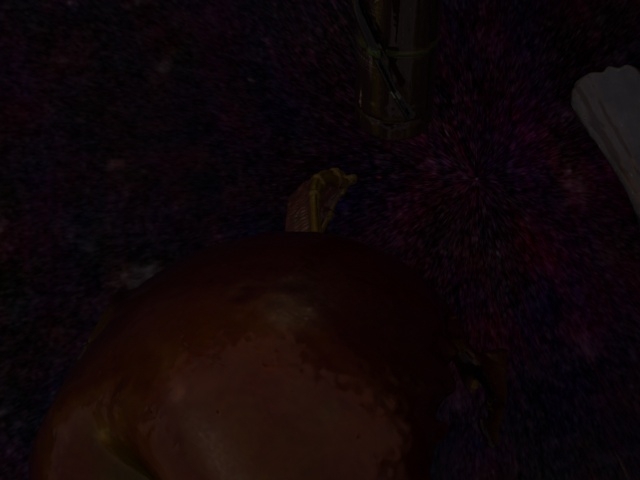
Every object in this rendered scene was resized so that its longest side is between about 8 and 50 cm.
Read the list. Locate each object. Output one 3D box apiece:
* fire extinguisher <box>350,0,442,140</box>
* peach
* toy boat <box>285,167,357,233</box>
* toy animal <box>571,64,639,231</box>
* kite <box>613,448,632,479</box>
[{"bbox_3d":[0.085,-0.260,1.179,0.105,0.141,0.341,-12,135,-11],"label":"fire extinguisher"},{"bbox_3d":[-0.051,0.156,0.861,0.310,0.406,0.335,29,122,3],"label":"peach"},{"bbox_3d":[-0.006,-0.002,1.586,0.099,0.318,0.141,4,131,4],"label":"toy boat"},{"bbox_3d":[0.248,0.068,0.688,0.081,0.206,0.367,-17,97,-8],"label":"toy animal"},{"bbox_3d":[0.457,0.365,1.614,0.005,0.152,0.137,-24,91,3],"label":"kite"}]
